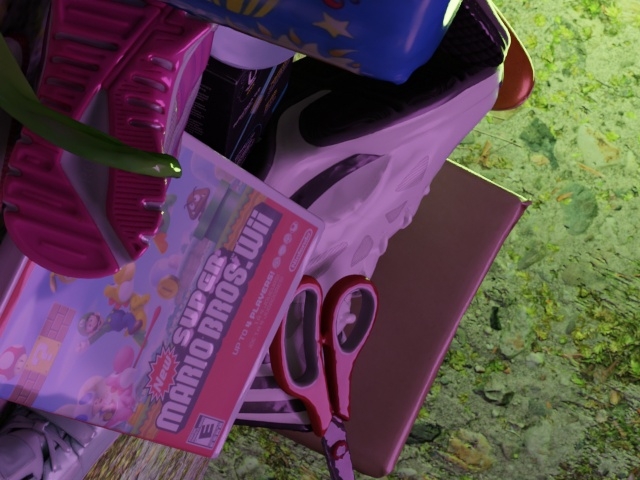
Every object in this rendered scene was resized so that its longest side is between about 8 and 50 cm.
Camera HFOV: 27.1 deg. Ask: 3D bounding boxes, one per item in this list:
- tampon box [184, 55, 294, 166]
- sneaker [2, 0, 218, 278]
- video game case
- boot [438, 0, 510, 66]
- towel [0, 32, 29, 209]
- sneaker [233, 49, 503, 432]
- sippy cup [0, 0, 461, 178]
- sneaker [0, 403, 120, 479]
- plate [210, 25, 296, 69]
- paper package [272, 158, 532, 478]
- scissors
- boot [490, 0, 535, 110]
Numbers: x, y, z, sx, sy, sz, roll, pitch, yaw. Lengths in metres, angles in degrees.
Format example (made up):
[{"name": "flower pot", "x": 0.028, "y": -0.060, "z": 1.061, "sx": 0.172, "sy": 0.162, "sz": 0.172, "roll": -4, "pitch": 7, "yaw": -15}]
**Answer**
[{"name": "tampon box", "x": -0.083, "y": -0.132, "z": 0.960, "sx": 0.120, "sy": 0.101, "sz": 0.161, "roll": -60, "pitch": 174, "yaw": -28}, {"name": "sneaker", "x": -0.117, "y": -0.094, "z": 0.747, "sx": 0.111, "sy": 0.102, "sz": 0.252, "roll": 140, "pitch": -31, "yaw": -72}, {"name": "video game case", "x": -0.112, "y": 0.033, "z": 0.913, "sx": 0.285, "sy": 0.025, "sz": 0.204, "roll": 31, "pitch": 83, "yaw": -56}, {"name": "boot", "x": 0.107, "y": -0.269, "z": 1.071, "sx": 0.083, "sy": 0.246, "sz": 0.161, "roll": 9, "pitch": -120, "yaw": 52}, {"name": "towel", "x": -0.251, "y": 0.053, "z": 0.651, "sx": 0.329, "sy": 0.037, "sz": 0.237, "roll": -58, "pitch": 172, "yaw": -54}, {"name": "sneaker", "x": -0.001, "y": 0.000, "z": 1.176, "sx": 0.447, "sy": 0.169, "sz": 0.258, "roll": -33, "pitch": 126, "yaw": -30}, {"name": "sippy cup", "x": -0.022, "y": -0.186, "z": 0.564, "sx": 0.240, "sy": 0.224, "sz": 0.305, "roll": -56, "pitch": 173, "yaw": -48}, {"name": "sneaker", "x": -0.230, "y": 0.160, "z": 1.134, "sx": 0.256, "sy": 0.094, "sz": 0.151, "roll": -63, "pitch": 173, "yaw": 2}, {"name": "plate", "x": -0.037, "y": -0.204, "z": 0.848, "sx": 0.188, "sy": 0.024, "sz": 0.188, "roll": -10, "pitch": 103, "yaw": -52}, {"name": "paper package", "x": -0.012, "y": 0.032, "z": 1.312, "sx": 0.310, "sy": 0.324, "sz": 0.168, "roll": -62, "pitch": 177, "yaw": -11}, {"name": "scissors", "x": 0.002, "y": 0.162, "z": 1.113, "sx": 0.109, "sy": 0.021, "sz": 0.297, "roll": -15, "pitch": 116, "yaw": -37}, {"name": "boot", "x": 0.105, "y": -0.238, "z": 1.253, "sx": 0.104, "sy": 0.295, "sz": 0.211, "roll": -49, "pitch": -176, "yaw": -4}]
